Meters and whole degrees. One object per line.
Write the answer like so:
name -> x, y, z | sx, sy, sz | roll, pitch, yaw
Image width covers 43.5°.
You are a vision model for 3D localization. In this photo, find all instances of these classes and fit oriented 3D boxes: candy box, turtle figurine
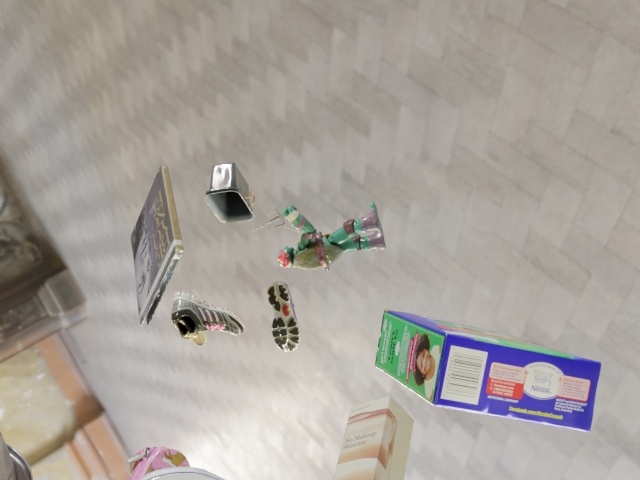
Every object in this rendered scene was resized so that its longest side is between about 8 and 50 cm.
candy box -> 0.265, 0.210, 1.351 | 0.317, 0.268, 0.122 | -178, 100, -77
turtle figurine -> 0.000, 0.000, 1.502 | 0.175, 0.234, 0.118 | 57, -158, -73

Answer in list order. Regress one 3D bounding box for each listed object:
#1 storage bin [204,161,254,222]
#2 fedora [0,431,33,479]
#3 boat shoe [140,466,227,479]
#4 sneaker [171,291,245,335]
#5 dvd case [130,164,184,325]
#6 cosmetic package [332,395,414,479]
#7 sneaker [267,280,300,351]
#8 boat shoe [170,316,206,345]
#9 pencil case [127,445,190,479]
storage bin -> -0.201, -0.115, 1.839 | 0.135, 0.098, 0.091 | 60, -156, -59
fedora -> -0.757, 0.476, 1.733 | 0.275, 0.243, 0.124 | 31, 121, 41
boat shoe -> -0.144, 0.366, 1.093 | 0.076, 0.226, 0.083 | -97, 17, -84
sneaker -> -0.247, 0.176, 1.725 | 0.170, 0.075, 0.063 | 26, 145, -13
dvd case -> -0.271, 0.005, 1.310 | 0.164, 0.018, 0.221 | -60, 33, 30
cosmetic package -> 0.146, 0.594, 2.208 | 0.153, 0.296, 0.129 | -26, 118, 31
sneaker -> -0.078, 0.179, 1.917 | 0.068, 0.071, 0.170 | -7, 90, 16
boat shoe -> -0.338, 0.226, 2.032 | 0.050, 0.045, 0.135 | -11, 129, 32
pencil case -> -0.406, 0.625, 1.747 | 0.167, 0.386, 0.160 | 35, 119, -9
